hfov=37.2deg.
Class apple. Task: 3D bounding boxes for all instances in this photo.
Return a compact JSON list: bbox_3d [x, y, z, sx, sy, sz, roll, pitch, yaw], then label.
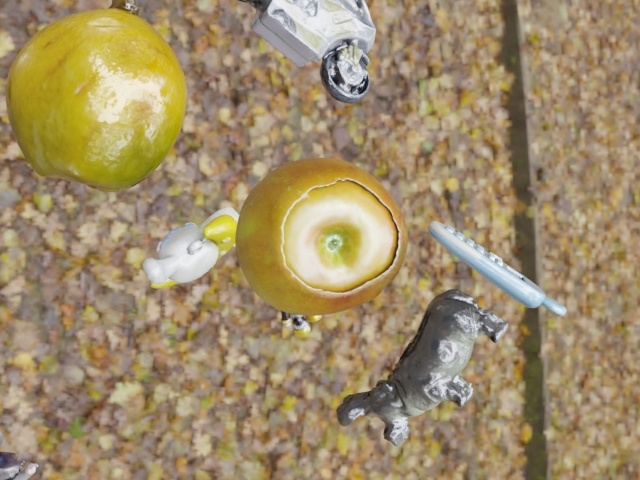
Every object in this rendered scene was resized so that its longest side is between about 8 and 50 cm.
[{"bbox_3d":[0.000,0.000,1.295,0.207,0.236,0.237,-116,-166,-75],"label":"apple"}]

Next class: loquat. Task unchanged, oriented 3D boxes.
[{"bbox_3d":[-0.252,-0.181,1.115,0.213,0.213,0.246,22,79,-51],"label":"loquat"}]

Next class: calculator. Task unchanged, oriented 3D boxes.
[{"bbox_3d":[0.330,0.056,1.789,0.042,0.302,0.188,-54,173,7],"label":"calculator"}]

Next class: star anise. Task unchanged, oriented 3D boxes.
[{"bbox_3d":[-0.527,0.352,1.500,0.081,0.262,0.230,-15,103,-36],"label":"star anise"}]

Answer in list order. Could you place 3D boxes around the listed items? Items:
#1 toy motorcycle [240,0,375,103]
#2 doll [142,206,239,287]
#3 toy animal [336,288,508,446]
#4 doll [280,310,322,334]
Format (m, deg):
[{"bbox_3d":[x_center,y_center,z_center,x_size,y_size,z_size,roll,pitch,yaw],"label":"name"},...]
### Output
[{"bbox_3d":[-0.009,-0.269,1.088,0.225,0.073,0.152,42,55,-17],"label":"toy motorcycle"},{"bbox_3d":[-0.264,0.020,1.948,0.252,0.237,0.111,-34,90,-21],"label":"doll"},{"bbox_3d":[0.185,0.246,1.698,0.343,0.168,0.106,-49,167,12],"label":"toy animal"},{"bbox_3d":[-0.075,0.076,2.172,0.145,0.103,0.316,-33,123,-15],"label":"doll"}]
